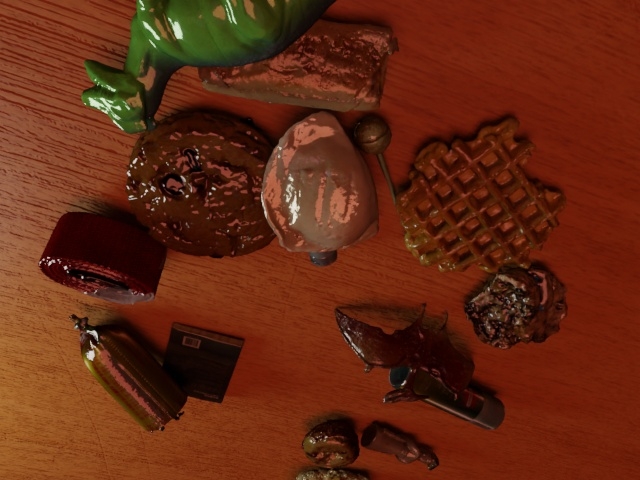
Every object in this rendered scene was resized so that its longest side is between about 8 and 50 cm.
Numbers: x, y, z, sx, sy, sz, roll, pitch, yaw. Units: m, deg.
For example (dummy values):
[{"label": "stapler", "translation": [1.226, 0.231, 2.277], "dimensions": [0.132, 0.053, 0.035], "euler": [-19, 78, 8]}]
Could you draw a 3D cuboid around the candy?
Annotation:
[{"label": "candy", "translation": [0.104, -0.117, 0.912], "dimensions": [0.061, 0.061, 0.202], "euler": [-15, 136, 13]}]

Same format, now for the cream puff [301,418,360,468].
[{"label": "cream puff", "translation": [0.027, 0.504, 1.390], "dimensions": [0.149, 0.084, 0.149], "euler": [3, 127, 4]}]

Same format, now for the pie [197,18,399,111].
[{"label": "pie", "translation": [-0.034, -0.252, 0.780], "dimensions": [0.282, 0.068, 0.129], "euler": [7, 113, 5]}]

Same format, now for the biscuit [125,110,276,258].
[{"label": "biscuit", "translation": [-0.187, -0.077, 0.929], "dimensions": [0.295, 0.075, 0.296], "euler": [1, 130, 1]}]

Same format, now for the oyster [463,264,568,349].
[{"label": "oyster", "translation": [0.400, 0.142, 1.092], "dimensions": [0.222, 0.083, 0.214], "euler": [9, 132, -14]}]

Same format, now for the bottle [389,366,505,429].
[{"label": "bottle", "translation": [0.290, 0.346, 1.255], "dimensions": [0.286, 0.082, 0.082], "euler": [28, 124, -20]}]

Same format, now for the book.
[{"label": "book", "translation": [-0.275, 0.284, 1.256], "dimensions": [0.160, 0.024, 0.228], "euler": [16, 128, -9]}]

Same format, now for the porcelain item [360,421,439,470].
[{"label": "porcelain item", "translation": [0.211, 0.533, 1.427], "dimensions": [0.213, 0.054, 0.084], "euler": [26, 128, -17]}]

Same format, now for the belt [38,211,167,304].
[{"label": "belt", "translation": [-0.376, 0.025, 0.988], "dimensions": [0.200, 0.124, 0.128], "euler": [22, 144, -22]}]

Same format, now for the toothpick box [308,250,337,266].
[{"label": "toothpick box", "translation": [0.000, 0.000, 1.000], "dimensions": [0.052, 0.052, 0.083], "euler": [-7, 127, 7]}]

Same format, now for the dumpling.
[{"label": "dumpling", "translation": [-0.004, -0.072, 0.878], "dimensions": [0.179, 0.131, 0.252], "euler": [-20, 129, 1]}]

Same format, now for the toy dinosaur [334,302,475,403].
[{"label": "toy dinosaur", "translation": [0.201, 0.231, 1.152], "dimensions": [0.327, 0.113, 0.207], "euler": [-5, 93, -20]}]

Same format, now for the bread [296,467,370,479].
[{"label": "bread", "translation": [0.030, 0.720, 1.544], "dimensions": [0.245, 0.121, 0.174], "euler": [2, 128, -3]}]

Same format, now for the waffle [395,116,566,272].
[{"label": "waffle", "translation": [0.274, -0.055, 0.945], "dimensions": [0.281, 0.058, 0.301], "euler": [-14, 128, 11]}]

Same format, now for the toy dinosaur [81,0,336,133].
[{"label": "toy dinosaur", "translation": [-0.050, -0.241, 0.690], "dimensions": [0.499, 0.144, 0.375], "euler": [22, 118, -1]}]

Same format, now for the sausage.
[{"label": "sausage", "translation": [-0.418, 0.272, 1.180], "dimensions": [0.117, 0.125, 0.317], "euler": [-39, 115, -11]}]
